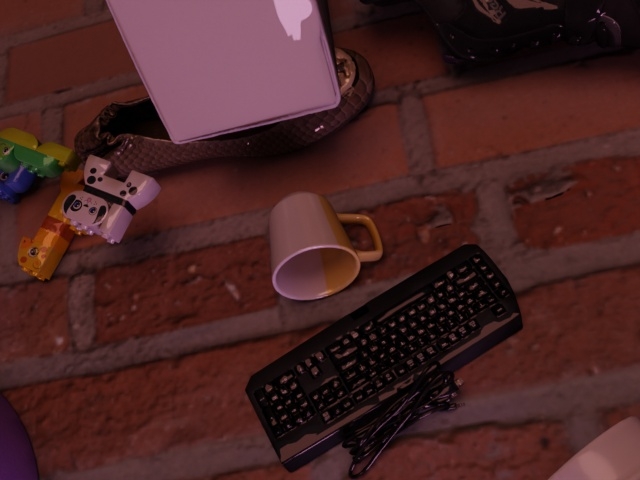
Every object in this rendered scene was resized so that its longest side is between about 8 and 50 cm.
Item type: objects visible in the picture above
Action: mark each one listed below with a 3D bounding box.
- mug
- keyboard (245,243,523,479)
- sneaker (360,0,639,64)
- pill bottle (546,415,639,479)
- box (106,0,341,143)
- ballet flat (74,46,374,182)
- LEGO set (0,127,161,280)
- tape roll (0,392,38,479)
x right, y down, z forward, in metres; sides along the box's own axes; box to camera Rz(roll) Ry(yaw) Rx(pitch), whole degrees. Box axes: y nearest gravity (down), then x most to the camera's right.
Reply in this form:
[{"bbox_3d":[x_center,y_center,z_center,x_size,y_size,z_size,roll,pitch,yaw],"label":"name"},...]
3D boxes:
[{"bbox_3d":[-0.004,0.001,0.586,0.062,0.078,0.064,-43,45,30],"label":"mug"},{"bbox_3d":[0.046,0.079,0.538,0.192,0.038,0.100,-33,61,-1],"label":"keyboard"},{"bbox_3d":[0.155,-0.176,0.616,0.283,0.107,0.124,31,107,17],"label":"sneaker"},{"bbox_3d":[0.196,0.186,0.401,0.108,0.108,0.193,-37,60,-4],"label":"pill bottle"},{"bbox_3d":[-0.068,-0.205,0.605,0.127,0.148,0.232,-13,41,7],"label":"box"},{"bbox_3d":[-0.081,-0.105,0.651,0.250,0.058,0.084,-13,62,9],"label":"ballet flat"},{"bbox_3d":[-0.234,-0.029,0.645,0.227,0.087,0.093,20,74,17],"label":"LEGO set"},{"bbox_3d":[-0.337,0.201,0.555,0.275,0.090,0.274,-6,63,12],"label":"tape roll"}]
